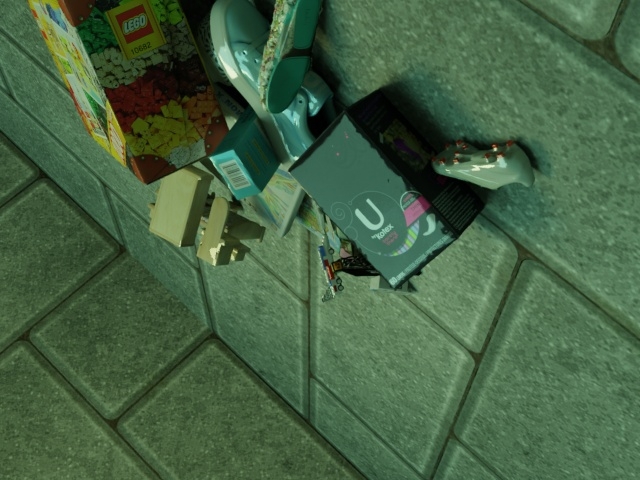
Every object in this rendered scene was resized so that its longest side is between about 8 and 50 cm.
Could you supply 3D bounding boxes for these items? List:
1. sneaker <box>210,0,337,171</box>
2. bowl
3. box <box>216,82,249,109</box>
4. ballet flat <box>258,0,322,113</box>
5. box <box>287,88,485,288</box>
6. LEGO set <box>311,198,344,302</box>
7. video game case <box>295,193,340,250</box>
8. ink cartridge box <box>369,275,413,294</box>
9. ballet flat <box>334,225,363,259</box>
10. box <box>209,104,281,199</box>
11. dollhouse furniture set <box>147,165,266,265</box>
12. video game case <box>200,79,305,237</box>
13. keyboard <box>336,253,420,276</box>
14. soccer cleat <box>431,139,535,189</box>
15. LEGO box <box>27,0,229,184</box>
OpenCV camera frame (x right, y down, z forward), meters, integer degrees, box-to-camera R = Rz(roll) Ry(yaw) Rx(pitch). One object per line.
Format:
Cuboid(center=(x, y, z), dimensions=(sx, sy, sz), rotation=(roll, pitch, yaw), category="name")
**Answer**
Cuboid(center=(-0.050, -0.281, 1.765), dimensions=(0.150, 0.135, 0.366), rotation=(-9, 124, 41), category="sneaker")
Cuboid(center=(-0.187, -0.345, 1.868), dimensions=(0.170, 0.080, 0.170), rotation=(57, 180, 1), category="bowl")
Cuboid(center=(-0.165, -0.261, 2.095), dimensions=(0.136, 0.036, 0.225), rotation=(37, 151, 26), category="box")
Cuboid(center=(-0.054, -0.324, 1.648), dimensions=(0.077, 0.091, 0.241), rotation=(53, 135, 37), category="ballet flat")
Cuboid(center=(0.109, -0.085, 1.647), dimensions=(0.270, 0.143, 0.165), rotation=(47, 125, 2), category="box")
Cuboid(center=(0.000, 0.000, 2.010), dimensions=(0.182, 0.060, 0.244), rotation=(80, 173, -50), category="LEGO set")
Cuboid(center=(-0.025, -0.080, 2.183), dimensions=(0.212, 0.023, 0.193), rotation=(36, 157, 29), category="video game case")
Cuboid(center=(0.151, 0.095, 2.103), dimensions=(0.083, 0.028, 0.048), rotation=(10, 170, -19), category="ink cartridge box")
Cuboid(center=(0.073, -0.012, 2.059), dimensions=(0.079, 0.077, 0.221), rotation=(22, 158, 13), category="ballet flat")
Cuboid(center=(-0.109, -0.187, 1.848), dimensions=(0.060, 0.244, 0.100), rotation=(-14, 121, 34), category="box")
Cuboid(center=(-0.209, -0.085, 2.344), dimensions=(0.303, 0.355, 0.174), rotation=(27, 108, 32), category="dollhouse furniture set")
Cuboid(center=(-0.158, -0.167, 2.106), dimensions=(0.300, 0.036, 0.329), rotation=(43, 159, 6), category="video game case")
Cuboid(center=(0.110, 0.046, 2.063), dimensions=(0.100, 0.038, 0.192), rotation=(21, 163, -41), category="keyboard")
Cuboid(center=(0.243, -0.110, 1.532), dimensions=(0.196, 0.068, 0.076), rotation=(7, 138, 57), category="soccer cleat")
Cuboid(center=(-0.394, -0.361, 1.970), dimensions=(0.500, 0.193, 0.373), rotation=(34, 148, 61), category="LEGO box")
